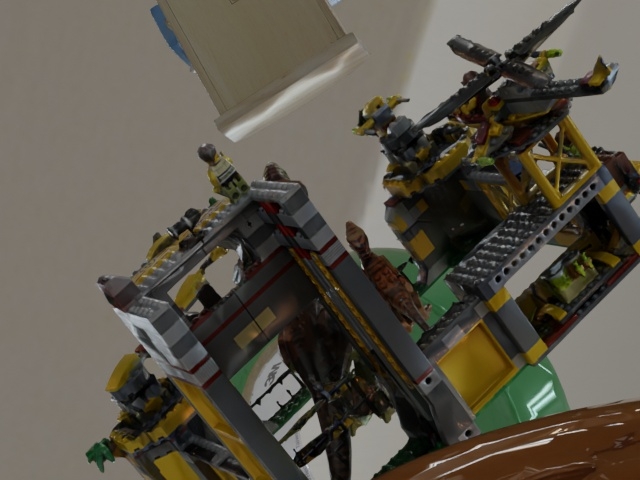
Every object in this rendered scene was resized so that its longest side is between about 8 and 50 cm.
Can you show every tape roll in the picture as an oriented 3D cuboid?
[{"bbox_3d":[0.049,0.168,1.416,0.321,0.077,0.321,11,-70,35],"label":"tape roll"}]

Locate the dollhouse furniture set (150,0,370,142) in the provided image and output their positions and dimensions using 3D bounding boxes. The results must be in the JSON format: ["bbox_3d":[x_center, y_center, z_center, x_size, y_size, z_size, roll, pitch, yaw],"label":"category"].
[{"bbox_3d":[0.010,-0.204,1.585,0.286,0.303,0.198,-32,-107,9],"label":"dollhouse furniture set"}]

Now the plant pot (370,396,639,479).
[{"bbox_3d":[0.113,0.184,0.683,0.291,0.291,0.203,-14,-85,29],"label":"plant pot"}]

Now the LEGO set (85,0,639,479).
[{"bbox_3d":[0.000,0.000,0.920,0.331,0.192,0.255,-40,-160,-9],"label":"LEGO set"}]
